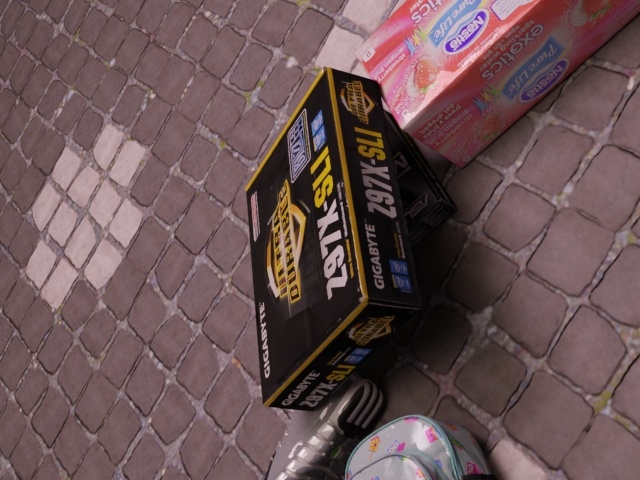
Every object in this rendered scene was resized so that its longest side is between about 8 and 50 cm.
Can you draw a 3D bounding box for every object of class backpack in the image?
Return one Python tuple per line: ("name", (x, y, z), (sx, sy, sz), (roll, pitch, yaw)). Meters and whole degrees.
("backpack", (0.105, 0.282, 1.000), (0.166, 0.144, 0.188), (-40, 48, 29))

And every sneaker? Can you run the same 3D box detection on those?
("sneaker", (-0.026, 0.246, 1.178), (0.229, 0.086, 0.132), (-51, 42, -1))

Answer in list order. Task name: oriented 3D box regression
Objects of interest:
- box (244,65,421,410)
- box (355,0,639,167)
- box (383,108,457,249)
("box", (0.000, 0.000, 1.109), (0.257, 0.079, 0.322), (-49, 39, 46))
("box", (0.211, -0.252, 1.117), (0.300, 0.142, 0.154), (-43, 50, 21))
("box", (0.062, -0.048, 1.234), (0.190, 0.045, 0.184), (-43, 48, 21))
